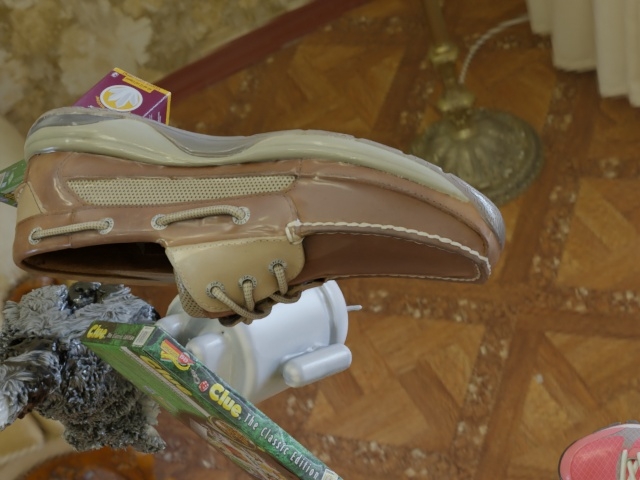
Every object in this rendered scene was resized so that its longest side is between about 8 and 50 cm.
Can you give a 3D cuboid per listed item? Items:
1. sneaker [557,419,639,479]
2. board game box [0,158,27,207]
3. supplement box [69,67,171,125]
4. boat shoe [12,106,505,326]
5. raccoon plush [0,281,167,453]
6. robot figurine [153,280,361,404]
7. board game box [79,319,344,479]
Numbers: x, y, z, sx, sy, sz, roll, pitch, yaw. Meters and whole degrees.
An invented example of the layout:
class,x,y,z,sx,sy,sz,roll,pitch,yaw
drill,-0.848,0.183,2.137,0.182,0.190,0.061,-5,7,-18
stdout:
class,x,y,z,sx,sy,sz,roll,pitch,yaw
sneaker,0.475,0.310,1.521,0.314,0.136,0.115,1,89,17
board game box,-0.294,-0.060,1.536,0.317,0.214,0.046,-11,59,57
supplement box,-0.319,-0.166,1.713,0.104,0.080,0.188,25,46,13
boat shoe,-0.048,0.000,0.718,0.325,0.123,0.116,7,69,20
raccoon plush,-0.393,0.254,1.666,0.216,0.299,0.446,12,27,29
robot figurine,-0.098,0.139,1.750,0.300,0.199,0.353,29,33,34
board game box,-0.093,0.161,1.044,0.136,0.260,0.030,2,52,56
